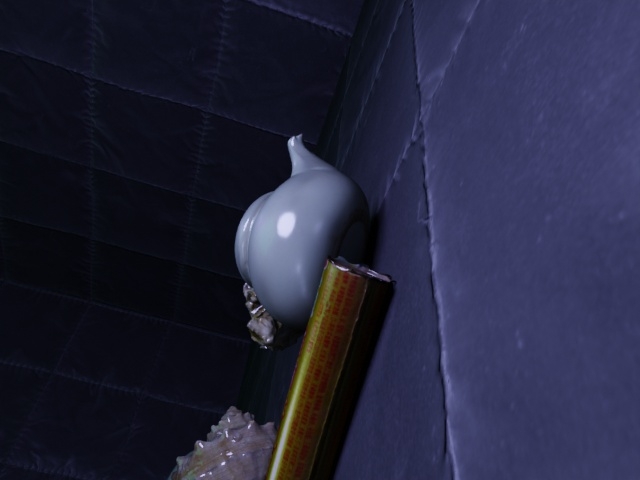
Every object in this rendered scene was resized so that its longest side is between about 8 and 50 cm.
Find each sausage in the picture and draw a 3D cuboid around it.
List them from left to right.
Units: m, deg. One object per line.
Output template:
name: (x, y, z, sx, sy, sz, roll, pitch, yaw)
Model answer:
sausage: (-0.007, 0.200, 0.612, 0.082, 0.082, 0.371, -109, 34, -78)

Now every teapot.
teapot: (-0.015, 0.033, 0.760, 0.220, 0.149, 0.318, -60, -25, -30)

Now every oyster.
oyster: (-0.047, 0.080, 0.948, 0.354, 0.107, 0.201, -72, -27, -61)

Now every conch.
conch: (-0.155, 0.440, 0.909, 0.263, 0.186, 0.324, 85, -167, -51)

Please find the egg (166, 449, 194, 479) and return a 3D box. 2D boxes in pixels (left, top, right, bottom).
egg: (-0.283, 0.633, 1.331, 0.203, 0.203, 0.282, -121, 43, -81)
